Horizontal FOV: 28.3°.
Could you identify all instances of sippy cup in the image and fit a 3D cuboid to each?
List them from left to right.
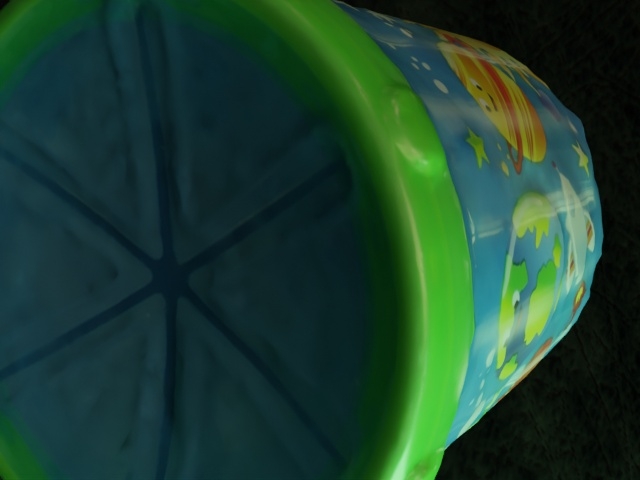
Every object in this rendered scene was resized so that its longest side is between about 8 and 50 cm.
[{"bbox_3d":[0.000,0.000,0.523,0.224,0.240,0.305,-14,142,-53],"label":"sippy cup"}]
